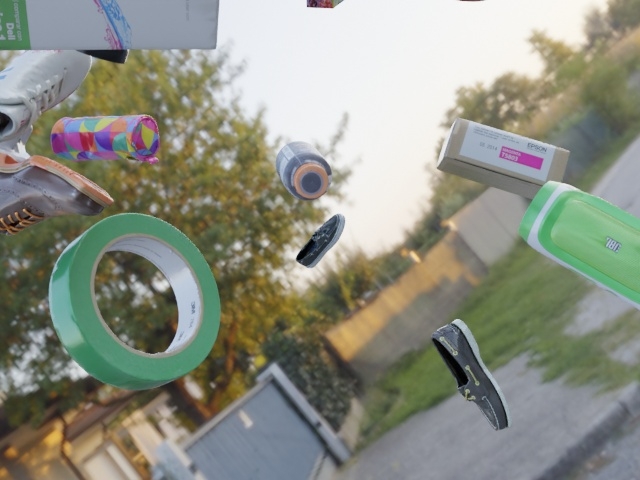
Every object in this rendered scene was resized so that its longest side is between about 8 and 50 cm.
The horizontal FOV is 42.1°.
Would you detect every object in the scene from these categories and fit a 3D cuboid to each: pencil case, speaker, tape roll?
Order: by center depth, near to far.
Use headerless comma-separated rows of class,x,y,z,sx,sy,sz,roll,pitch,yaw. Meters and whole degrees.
speaker,0.487,0.017,1.387,0.131,0.296,0.131,-46,-24,-27
tape roll,-0.335,0.111,1.534,0.077,0.321,0.321,-28,4,40
pencil case,-0.455,-0.213,1.763,0.236,0.105,0.104,4,17,25

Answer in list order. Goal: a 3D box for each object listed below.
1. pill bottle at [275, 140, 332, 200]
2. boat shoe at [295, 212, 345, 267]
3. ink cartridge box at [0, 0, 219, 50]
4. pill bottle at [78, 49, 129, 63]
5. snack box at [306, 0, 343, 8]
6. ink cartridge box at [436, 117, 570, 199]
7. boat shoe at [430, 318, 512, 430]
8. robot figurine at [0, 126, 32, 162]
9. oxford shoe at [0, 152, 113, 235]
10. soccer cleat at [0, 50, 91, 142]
pill bottle,-0.042,-0.181,2.208,0.130,0.130,0.246,-41,20,3
boat shoe,0.000,0.000,1.728,0.040,0.049,0.142,19,-65,-38
ink cartridge box,-0.270,-0.311,1.004,0.278,0.201,0.117,-3,-61,-14
pill bottle,-0.319,-0.394,1.289,0.219,0.122,0.123,-70,-14,13
snack box,0.019,-0.640,1.862,0.174,0.070,0.207,-58,-29,-61
ink cartridge box,0.364,-0.161,1.685,0.193,0.234,0.088,57,-129,-86
boat shoe,0.289,0.268,1.598,0.068,0.228,0.081,-24,-10,-16
robot figurine,-0.725,-0.112,1.697,0.354,0.199,0.300,-61,5,2
oxford shoe,-0.484,-0.061,1.400,0.363,0.130,0.133,8,68,42
soccer cleat,-0.495,-0.232,1.381,0.331,0.143,0.116,-39,-41,-31
